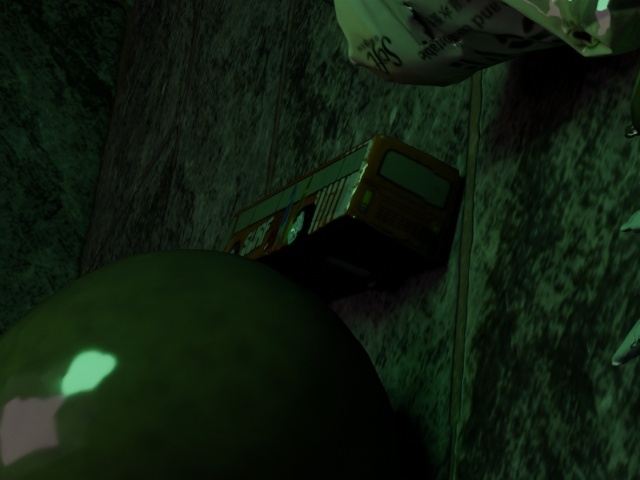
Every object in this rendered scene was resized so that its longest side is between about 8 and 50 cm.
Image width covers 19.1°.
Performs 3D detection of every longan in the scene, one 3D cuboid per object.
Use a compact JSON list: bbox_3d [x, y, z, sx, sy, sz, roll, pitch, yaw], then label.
[{"bbox_3d":[-0.098,0.154,1.349,0.319,0.319,0.319,-164,90,-75],"label":"longan"}]

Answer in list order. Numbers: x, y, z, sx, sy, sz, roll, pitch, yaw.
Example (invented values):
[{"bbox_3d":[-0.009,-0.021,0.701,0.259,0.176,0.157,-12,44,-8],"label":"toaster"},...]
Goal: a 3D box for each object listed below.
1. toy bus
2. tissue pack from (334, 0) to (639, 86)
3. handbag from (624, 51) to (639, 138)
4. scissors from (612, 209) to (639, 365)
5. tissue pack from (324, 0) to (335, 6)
[{"bbox_3d":[0.000,0.000,1.594,0.092,0.093,0.409,-69,15,-14],"label":"toy bus"},{"bbox_3d":[0.129,-0.291,1.229,0.375,0.195,0.390,174,102,-68],"label":"tissue pack"},{"bbox_3d":[0.198,-0.092,1.041,0.047,0.072,0.111,38,128,26],"label":"handbag"},{"bbox_3d":[0.238,-0.044,0.925,0.383,0.029,0.256,133,150,-61],"label":"scissors"},{"bbox_3d":[0.005,-0.340,1.568,0.206,0.287,0.198,-59,3,-34],"label":"tissue pack"}]
